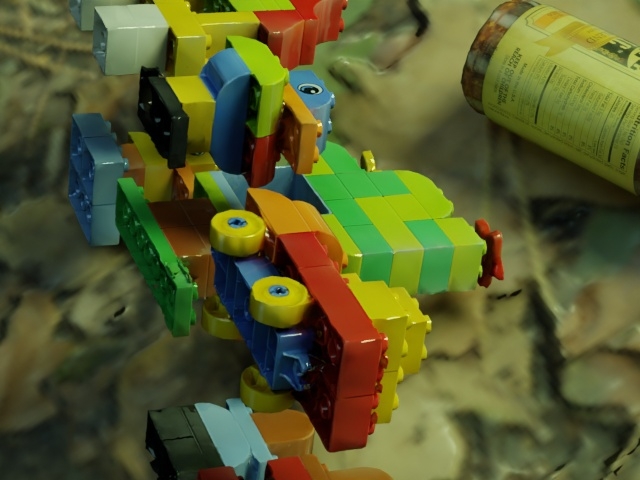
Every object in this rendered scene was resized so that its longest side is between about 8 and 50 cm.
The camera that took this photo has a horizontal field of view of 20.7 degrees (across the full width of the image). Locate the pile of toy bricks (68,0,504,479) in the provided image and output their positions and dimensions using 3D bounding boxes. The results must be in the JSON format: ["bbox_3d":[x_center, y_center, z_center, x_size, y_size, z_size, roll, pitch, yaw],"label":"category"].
[{"bbox_3d":[0.000,0.000,0.501,0.105,0.118,0.212,-5,34,-20],"label":"pile of toy bricks"}]

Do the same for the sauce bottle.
[{"bbox_3d":[0.102,-0.031,0.515,0.128,0.042,0.042,30,70,28],"label":"sauce bottle"}]
